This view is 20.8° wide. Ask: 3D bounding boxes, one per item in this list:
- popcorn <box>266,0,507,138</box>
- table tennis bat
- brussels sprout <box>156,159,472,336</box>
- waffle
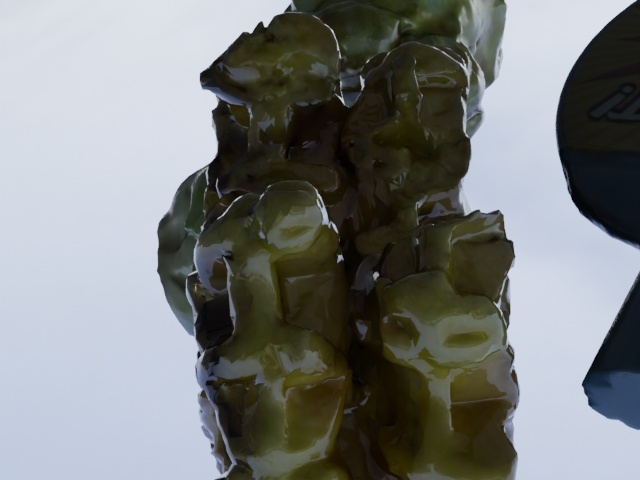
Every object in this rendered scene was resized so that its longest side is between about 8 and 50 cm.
[{"bbox_3d":[0.055,-0.167,1.671,0.225,0.276,0.276,8,-149,12],"label":"popcorn"},{"bbox_3d":[0.205,-0.044,0.830,0.215,0.044,0.329,9,-132,31],"label":"table tennis bat"},{"bbox_3d":[0.000,0.000,1.375,0.244,0.244,0.244,-17,-156,8],"label":"brussels sprout"},{"bbox_3d":[0.015,0.044,0.825,0.151,0.261,0.324,-1,-154,1],"label":"waffle"}]
